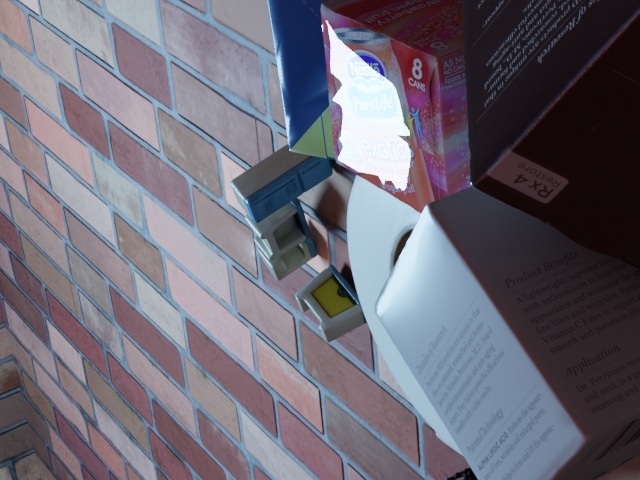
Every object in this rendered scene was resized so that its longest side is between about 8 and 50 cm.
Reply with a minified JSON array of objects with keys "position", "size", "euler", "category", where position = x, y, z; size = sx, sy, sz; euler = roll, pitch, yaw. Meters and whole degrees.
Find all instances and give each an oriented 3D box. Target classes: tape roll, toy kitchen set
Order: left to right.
[{"position":[0.000,0.000,1.799],"size":[0.166,0.122,0.207],"euler":[50,169,29],"category":"toy kitchen set"},{"position":[0.164,0.067,1.555],"size":[0.392,0.072,0.392],"euler":[41,143,41],"category":"tape roll"}]

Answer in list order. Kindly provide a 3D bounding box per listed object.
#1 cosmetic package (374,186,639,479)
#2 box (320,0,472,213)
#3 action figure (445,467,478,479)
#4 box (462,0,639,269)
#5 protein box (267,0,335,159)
[{"position":[0.158,0.059,0.962],"size":[0.183,0.151,0.151],"euler":[59,153,22],"category":"cosmetic package"},{"position":[0.166,-0.144,1.122],"size":[0.154,0.300,0.142],"euler":[35,140,48],"category":"box"},{"position":[0.181,0.373,1.636],"size":[0.275,0.141,0.164],"euler":[71,-167,-47],"category":"action figure"},{"position":[0.201,-0.116,0.877],"size":[0.167,0.168,0.203],"euler":[-49,26,37],"category":"box"},{"position":[0.069,-0.201,1.334],"size":[0.136,0.201,0.199],"euler":[13,125,34],"category":"protein box"}]
